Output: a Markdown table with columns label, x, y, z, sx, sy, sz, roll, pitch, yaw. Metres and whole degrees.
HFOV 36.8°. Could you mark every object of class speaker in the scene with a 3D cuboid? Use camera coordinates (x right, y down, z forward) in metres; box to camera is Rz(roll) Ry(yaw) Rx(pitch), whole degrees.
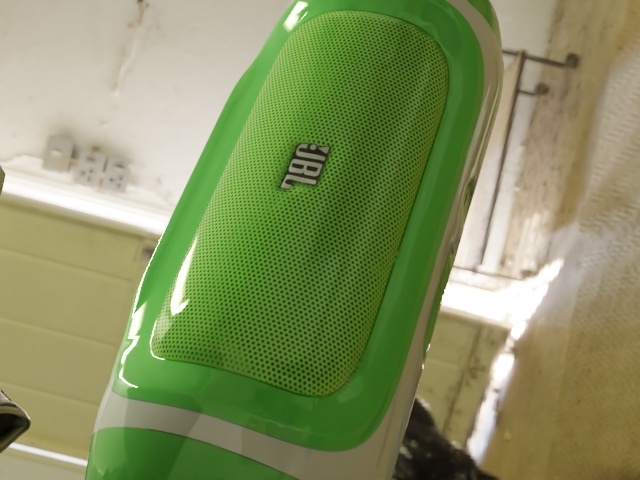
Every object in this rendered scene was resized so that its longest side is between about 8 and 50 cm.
| label | x | y | z | sx | sy | sz | roll | pitch | yaw |
| --- | --- | --- | --- | --- | --- | --- | --- | --- | --- |
| speaker | 0.000 | 0.000 | 0.453 | 0.131 | 0.131 | 0.297 | 110 | 180 | -61 |

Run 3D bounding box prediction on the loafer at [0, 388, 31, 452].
| label | x | y | z | sx | sy | sz | roll | pitch | yaw |
| --- | --- | --- | --- | --- | --- | --- | --- | --- | --- |
| loafer | -0.434 | 0.238 | 1.108 | 0.319 | 0.111 | 0.112 | -57 | -14 | -78 |

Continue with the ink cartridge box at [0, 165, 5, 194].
| label | x | y | z | sx | sy | sz | roll | pitch | yaw |
| --- | --- | --- | --- | --- | --- | --- | --- | --- | --- |
| ink cartridge box | -0.281 | -0.022 | 0.264 | 0.226 | 0.306 | 0.131 | 39 | 116 | 44 |
